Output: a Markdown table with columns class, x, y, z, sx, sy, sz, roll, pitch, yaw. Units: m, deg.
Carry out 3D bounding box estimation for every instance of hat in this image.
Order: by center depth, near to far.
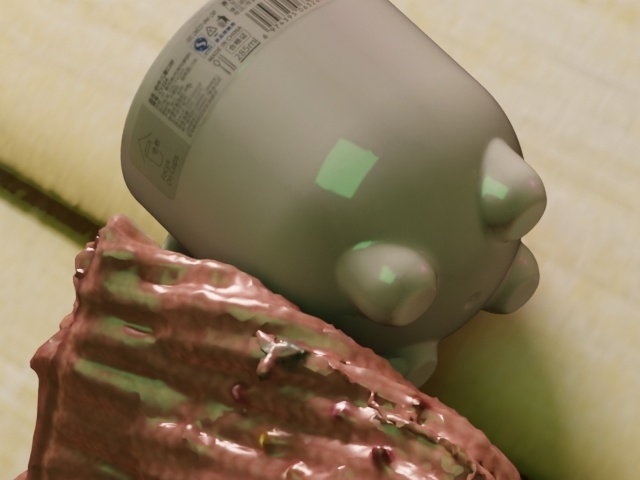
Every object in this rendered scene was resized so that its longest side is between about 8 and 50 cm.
| class | x | y | z | sx | sy | sz | roll | pitch | yaw |
| --- | --- | --- | --- | --- | --- | --- | --- | --- | --- |
| hat | -0.005 | 0.141 | 0.602 | 0.286 | 0.107 | 0.237 | 20 | 106 | 20 |

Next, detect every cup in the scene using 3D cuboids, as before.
| class | x | y | z | sx | sy | sz | roll | pitch | yaw |
| --- | --- | --- | --- | --- | --- | --- | --- | --- | --- |
| cup | -0.001 | -0.007 | 0.659 | 0.173 | 0.134 | 0.142 | -43 | 64 | -4 |
